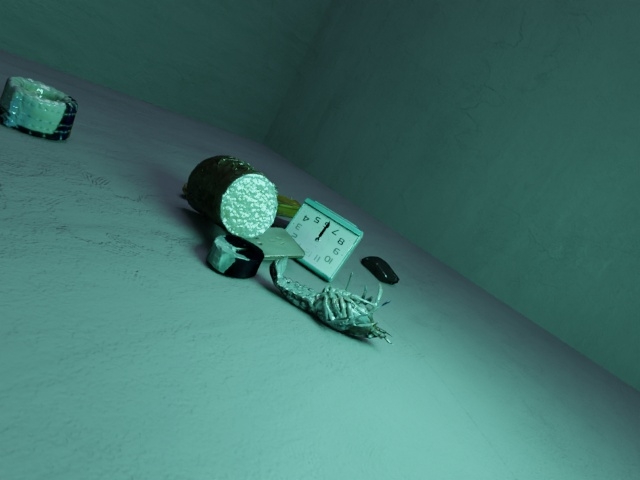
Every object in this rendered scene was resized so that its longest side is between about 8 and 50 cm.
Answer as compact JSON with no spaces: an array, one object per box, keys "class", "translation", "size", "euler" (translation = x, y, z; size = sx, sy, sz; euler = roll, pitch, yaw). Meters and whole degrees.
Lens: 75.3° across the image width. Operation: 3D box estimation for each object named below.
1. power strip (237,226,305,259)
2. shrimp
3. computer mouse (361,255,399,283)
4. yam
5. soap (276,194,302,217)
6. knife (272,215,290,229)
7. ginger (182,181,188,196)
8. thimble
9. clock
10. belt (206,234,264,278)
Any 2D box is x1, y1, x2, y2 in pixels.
[{"class":"power strip","translation":[-0.186,0.023,1.461],"size":[0.213,0.064,0.198],"euler":[2,30,-33]},{"class":"shrimp","translation":[0.036,0.175,1.216],"size":[0.411,0.165,0.221],"euler":[18,16,4]},{"class":"computer mouse","translation":[0.284,0.129,1.954],"size":[0.122,0.073,0.217],"euler":[16,21,-42]},{"class":"yam","translation":[-0.296,-0.148,1.386],"size":[0.241,0.240,0.348],"euler":[18,8,-37]},{"class":"soap","translation":[-0.203,-0.182,2.091],"size":[0.135,0.076,0.233],"euler":[37,18,31]},{"class":"knife","translation":[-0.152,-0.078,1.765],"size":[0.053,0.123,0.278],"euler":[-21,27,-39]},{"class":"ginger","translation":[-0.489,-0.204,1.650],"size":[0.095,0.068,0.190],"euler":[33,14,-2]},{"class":"thimble","translation":[-0.979,-0.456,1.433],"size":[0.237,0.150,0.237],"euler":[27,16,-8]},{"class":"clock","translation":[0.000,0.000,1.589],"size":[0.262,0.231,0.116],"euler":[33,-5,17]},{"class":"belt","translation":[-0.253,0.044,1.235],"size":[0.151,0.078,0.198],"euler":[31,13,11]}]
